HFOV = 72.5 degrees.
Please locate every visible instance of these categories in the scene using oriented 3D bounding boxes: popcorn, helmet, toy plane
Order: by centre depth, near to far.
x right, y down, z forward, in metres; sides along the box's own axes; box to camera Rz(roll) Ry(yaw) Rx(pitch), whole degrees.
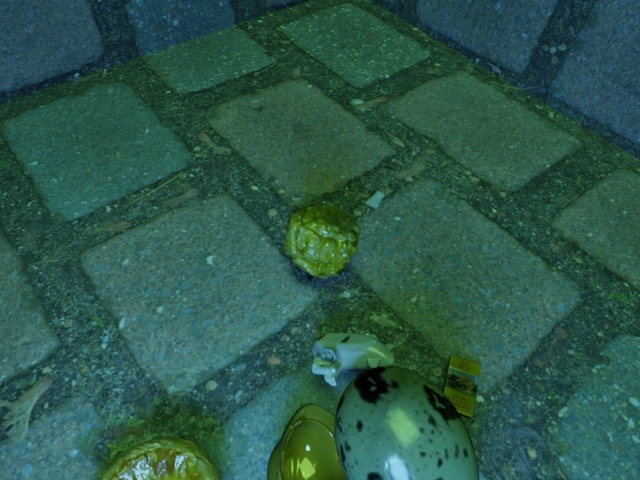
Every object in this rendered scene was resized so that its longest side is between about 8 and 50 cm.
[{"bbox_3d":[-0.046,0.527,1.003,0.205,0.140,0.257,39,31,-15],"label":"helmet"},{"bbox_3d":[0.084,0.308,1.165,0.244,0.118,0.245,-12,12,3],"label":"toy plane"},{"bbox_3d":[0.004,0.007,1.358,0.249,0.225,0.249,7,36,-5],"label":"popcorn"}]

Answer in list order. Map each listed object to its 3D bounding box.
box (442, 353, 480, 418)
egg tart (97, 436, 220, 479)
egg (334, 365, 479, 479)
[{"bbox_3d":[0.385,0.398,1.198,0.086,0.023,0.155,16,54,12],"label":"box"},{"bbox_3d":[-0.358,0.599,0.940,0.318,0.128,0.319,1,52,-1],"label":"egg tart"},{"bbox_3d":[0.188,0.467,0.968,0.287,0.287,0.379,-19,81,-17],"label":"egg"}]
